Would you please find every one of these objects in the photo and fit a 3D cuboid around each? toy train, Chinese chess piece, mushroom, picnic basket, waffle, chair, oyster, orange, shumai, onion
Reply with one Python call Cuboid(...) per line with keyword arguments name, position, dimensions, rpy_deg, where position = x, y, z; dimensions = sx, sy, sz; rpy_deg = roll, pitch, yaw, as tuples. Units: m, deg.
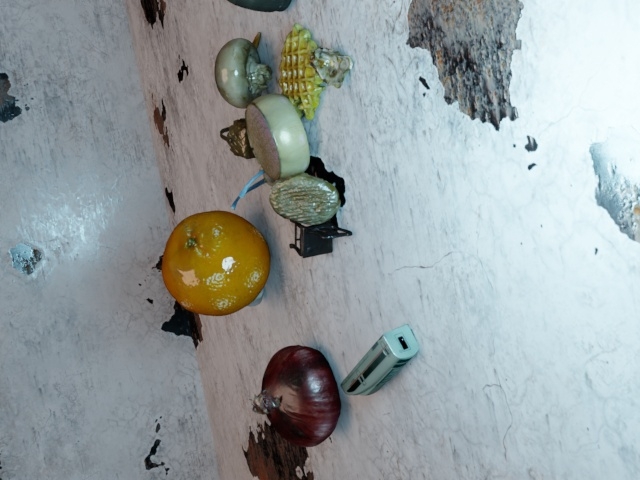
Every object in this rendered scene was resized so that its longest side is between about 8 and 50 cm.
Cuboid(name="toy train", position=(0.154, 0.365, 1.706), dimensions=(0.088, 0.087, 0.407), rpy_deg=(59, 150, 22))
Cuboid(name="Chinese chess piece", position=(-0.135, -0.317, 1.888), dimensions=(0.270, 0.112, 0.270), rpy_deg=(55, 159, 33))
Cuboid(name="mushroom", position=(-0.251, -0.549, 2.004), dimensions=(0.178, 0.226, 0.226), rpy_deg=(-1, 104, 22))
Cuboid(name="picnic basket", position=(-0.284, -0.372, 2.196), dimensions=(0.179, 0.128, 0.137), rpy_deg=(26, 123, 37))
Cuboid(name="waffle", position=(-0.065, -0.486, 1.794), dimensions=(0.250, 0.056, 0.261), rpy_deg=(64, 153, 26))
Cuboid(name="chair", position=(0.000, 0.000, 1.822), dimensions=(0.229, 0.106, 0.113), rpy_deg=(35, 131, 56))
Cuboid(name="oyster", position=(0.026, -0.468, 1.619), dimensions=(0.148, 0.051, 0.103), rpy_deg=(39, 133, 23))
Cuboid(name="orange", position=(-0.400, 0.078, 2.308), dimensions=(0.424, 0.424, 0.326), rpy_deg=(57, 178, 36))
Cuboid(name="shumai", position=(-0.036, -0.132, 1.808), dimensions=(0.153, 0.210, 0.161), rpy_deg=(-50, -48, -66))
Cuboid(name="onion", position=(-0.099, 0.530, 2.066), dimensions=(0.348, 0.286, 0.347), rpy_deg=(10, 102, 54))

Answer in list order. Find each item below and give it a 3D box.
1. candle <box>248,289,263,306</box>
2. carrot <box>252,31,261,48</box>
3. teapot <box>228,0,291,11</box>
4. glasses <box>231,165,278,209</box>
Cuboid(name="candle", position=(-0.316, 0.179, 2.508), dimensions=(0.068, 0.192, 0.168), rpy_deg=(109, -176, -48))
Cuboid(name="carrot", position=(-0.230, -0.655, 2.077), dimensions=(0.142, 0.035, 0.035), rpy_deg=(-40, 65, 54))
Cuboid(name="teapot", position=(-0.196, -0.744, 1.732), dimensions=(0.321, 0.240, 0.239), rpy_deg=(63, 152, 25))
Cuboid(name="glasses", position=(-0.202, -0.183, 2.070), dimensions=(0.088, 0.220, 0.190), rpy_deg=(38, 152, -9))
